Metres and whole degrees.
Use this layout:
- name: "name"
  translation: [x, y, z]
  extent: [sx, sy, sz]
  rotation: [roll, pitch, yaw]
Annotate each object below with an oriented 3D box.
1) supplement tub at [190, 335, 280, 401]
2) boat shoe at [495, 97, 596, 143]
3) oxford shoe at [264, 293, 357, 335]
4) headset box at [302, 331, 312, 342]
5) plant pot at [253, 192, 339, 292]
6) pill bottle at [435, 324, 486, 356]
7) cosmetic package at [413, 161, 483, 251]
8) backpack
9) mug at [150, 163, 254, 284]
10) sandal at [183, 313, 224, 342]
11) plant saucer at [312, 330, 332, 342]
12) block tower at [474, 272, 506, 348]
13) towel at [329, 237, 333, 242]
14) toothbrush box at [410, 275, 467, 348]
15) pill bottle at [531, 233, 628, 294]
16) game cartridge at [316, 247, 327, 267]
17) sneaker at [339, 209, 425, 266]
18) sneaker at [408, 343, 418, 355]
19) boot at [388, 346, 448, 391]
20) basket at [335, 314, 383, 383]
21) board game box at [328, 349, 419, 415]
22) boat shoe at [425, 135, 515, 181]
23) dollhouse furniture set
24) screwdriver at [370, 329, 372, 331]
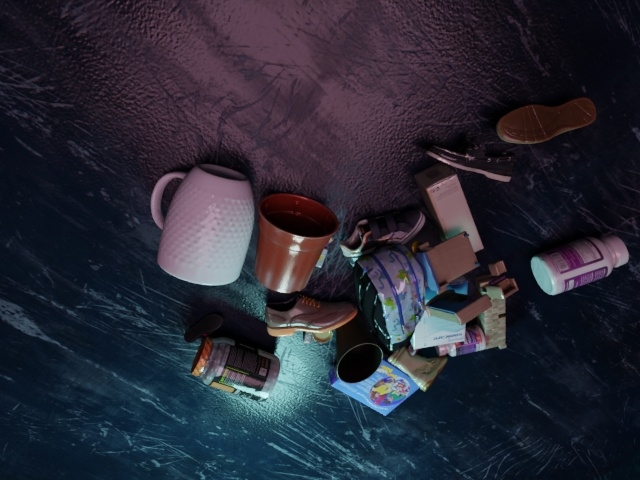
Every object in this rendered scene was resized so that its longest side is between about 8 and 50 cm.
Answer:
- name: "supplement tub"
  translation: [-0.336, 0.504, 1.673]
  extent: [0.316, 0.193, 0.193]
  rotation: [25, 110, -17]
- name: "boat shoe"
  translation: [0.725, -0.386, 1.395]
  extent: [0.342, 0.123, 0.123]
  rotation: [-17, 92, -8]
- name: "oxford shoe"
  translation: [-0.039, 0.276, 1.635]
  extent: [0.364, 0.130, 0.132]
  rotation: [-10, 110, -1]
- name: "headset box"
  translation: [-0.051, 0.373, 1.712]
  extent: [0.032, 0.062, 0.083]
  rotation: [7, 114, -8]
- name: "plant pot"
  translation: [-0.106, 0.018, 1.442]
  extent: [0.272, 0.272, 0.265]
  rotation: [12, 122, -11]
- name: "pill bottle"
  translation: [0.586, 0.428, 1.780]
  extent: [0.193, 0.108, 0.108]
  rotation: [-13, 116, 0]
- name: "cosmetic package"
  translation: [0.452, -0.103, 1.484]
  extent: [0.113, 0.160, 0.309]
  rotation: [-25, 114, 8]
- name: "backpack"
  translation: [0.233, 0.175, 1.468]
  extent: [0.273, 0.290, 0.355]
  rotation: [-31, 137, 7]
- name: "mug"
  translation: [-0.395, -0.084, 1.367]
  extent: [0.374, 0.276, 0.328]
  rotation: [24, 108, 16]
- name: "sandal"
  translation: [-0.458, 0.347, 1.663]
  extent: [0.179, 0.067, 0.040]
  rotation: [-30, 154, 8]
- name: "plant saucer"
  translation: [0.009, 0.389, 1.752]
  extent: [0.083, 0.015, 0.083]
  rotation: [-2, 115, -5]
- name: "block tower"
  translation: [0.703, 0.299, 1.741]
  extent: [0.097, 0.091, 0.335]
  rotation: [-14, 116, 2]
- name: "towel"
  translation: [0.000, 0.000, 1.558]
  extent: [0.083, 0.009, 0.060]
  rotation: [-37, 107, 1]
- name: "toothbrush box"
  translation: [0.456, 0.269, 1.680]
  extent: [0.216, 0.126, 0.295]
  rotation: [-9, 116, -2]
- name: "pill bottle"
  translation: [0.999, 0.085, 1.625]
  extent: [0.302, 0.169, 0.169]
  rotation: [-20, 116, 4]
- name: "game cartridge"
  translation: [-0.011, 0.061, 1.593]
  extent: [0.056, 0.017, 0.083]
  rotation: [16, 113, -9]
- name: "sneaker"
  translation: [0.217, -0.027, 1.513]
  extent: [0.321, 0.126, 0.127]
  rotation: [-36, 120, 13]
- name: "sneaker"
  translation: [0.406, 0.440, 1.761]
  extent: [0.047, 0.119, 0.057]
  rotation: [-25, 111, 38]
- name: "boot"
  translation: [0.417, 0.508, 1.795]
  extent: [0.203, 0.262, 0.095]
  rotation: [34, 120, 24]
- name: "basket"
  translation: [0.134, 0.410, 1.658]
  extent: [0.154, 0.227, 0.204]
  rotation: [29, 109, -18]
- name: "board game box"
  translation: [0.240, 0.603, 1.832]
  extent: [0.347, 0.078, 0.233]
  rotation: [37, 106, -25]
- name: "boat shoe"
  translation: [0.517, -0.291, 1.418]
  extent: [0.340, 0.127, 0.113]
  rotation: [13, 112, -14]
- name: "dollhouse furniture set"
  translation: [0.463, 0.093, 1.461]
  extent: [0.286, 0.198, 0.303]
  rotation: [-26, 97, -16]
- name: "screwdriver"
  translation: [0.186, 0.406, 1.781]
  extent: [0.170, 0.024, 0.025]
  rotation: [-38, 143, 5]
